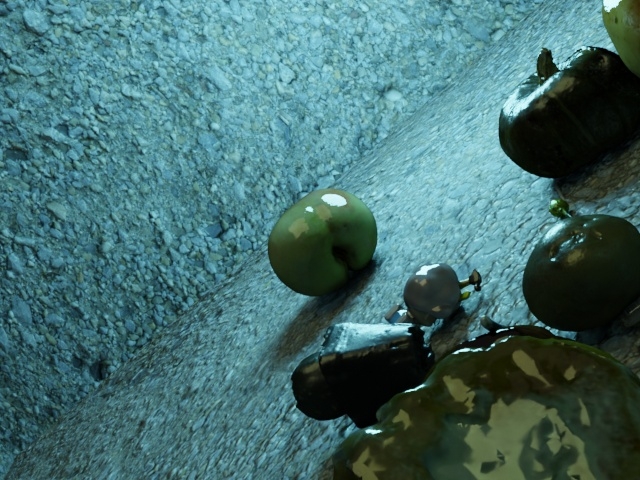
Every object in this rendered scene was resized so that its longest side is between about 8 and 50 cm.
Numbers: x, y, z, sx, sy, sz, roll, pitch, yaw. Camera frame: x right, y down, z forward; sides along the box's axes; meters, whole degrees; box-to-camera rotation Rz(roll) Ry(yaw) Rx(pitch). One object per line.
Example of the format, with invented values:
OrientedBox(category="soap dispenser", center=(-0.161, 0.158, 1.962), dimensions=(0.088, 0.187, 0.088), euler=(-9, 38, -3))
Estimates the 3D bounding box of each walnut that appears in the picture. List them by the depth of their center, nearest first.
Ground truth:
OrientedBox(category="walnut", center=(0.240, 0.190, 1.313), dimensions=(0.245, 0.137, 0.137), euler=(-35, 14, 19))

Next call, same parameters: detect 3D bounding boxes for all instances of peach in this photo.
OrientedBox(category="peach", center=(0.001, 0.000, 2.394), dimensions=(0.292, 0.247, 0.292), euler=(-30, 39, 28))

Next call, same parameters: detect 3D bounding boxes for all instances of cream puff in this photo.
OrientedBox(category="cream puff", center=(0.189, 0.281, 0.929), dimensions=(0.378, 0.275, 0.378), euler=(-15, 38, 12))

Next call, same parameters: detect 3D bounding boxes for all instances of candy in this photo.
OrientedBox(category="candy", center=(0.450, -0.045, 1.717), dimensions=(0.035, 0.035, 0.123), euler=(-50, 20, 9))

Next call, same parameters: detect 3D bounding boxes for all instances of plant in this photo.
OrientedBox(category="plant", center=(0.070, 0.228, 1.642), dimensions=(0.256, 0.164, 0.142), euler=(-21, 23, 19))

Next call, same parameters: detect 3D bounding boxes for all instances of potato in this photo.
OrientedBox(category="potato", center=(0.375, 0.045, 1.356), dimensions=(0.177, 0.160, 0.235), euler=(-16, 1, 6))

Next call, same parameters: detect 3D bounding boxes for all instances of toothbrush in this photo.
OrientedBox(category="toothbrush", center=(0.260, 0.131, 1.408), dimensions=(0.025, 0.019, 0.275), euler=(-36, -17, 10))

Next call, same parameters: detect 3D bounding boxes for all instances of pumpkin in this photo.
OrientedBox(category="pumpkin", center=(0.464, -0.255, 1.888), dimensions=(0.232, 0.242, 0.325), euler=(-37, 6, -20))

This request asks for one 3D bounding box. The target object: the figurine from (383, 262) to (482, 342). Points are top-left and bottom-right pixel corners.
OrientedBox(category="figurine", center=(0.191, 0.121, 1.758), dimensions=(0.229, 0.112, 0.137), euler=(-50, 16, 8))

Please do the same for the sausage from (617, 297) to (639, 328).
OrientedBox(category="sausage", center=(0.505, 0.038, 1.246), dimensions=(0.269, 0.033, 0.033), euler=(-38, 13, 15))

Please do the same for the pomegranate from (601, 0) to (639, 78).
OrientedBox(category="pomegranate", center=(0.682, -0.414, 1.655), dimensions=(0.342, 0.342, 0.342), euler=(-39, 13, 11))
